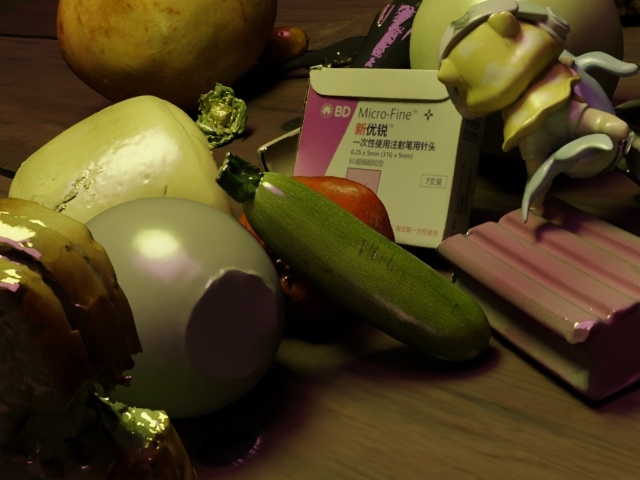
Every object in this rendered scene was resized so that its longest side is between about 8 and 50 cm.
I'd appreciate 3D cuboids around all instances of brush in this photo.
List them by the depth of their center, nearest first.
[{"bbox_3d":[0.064,-0.149,1.304,0.321,0.060,0.050,-27,16,-19],"label":"brush"}]

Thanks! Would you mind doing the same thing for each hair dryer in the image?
[{"bbox_3d":[0.021,-0.239,1.519,0.359,0.120,0.303,-3,41,50],"label":"hair dryer"}]

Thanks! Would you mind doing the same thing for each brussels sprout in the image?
[{"bbox_3d":[-0.139,-0.163,1.470,0.085,0.058,0.085,-3,58,5],"label":"brussels sprout"}]

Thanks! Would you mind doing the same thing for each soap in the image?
[{"bbox_3d":[0.191,0.037,0.824,0.122,0.065,0.203,-22,25,-14],"label":"soap"}]

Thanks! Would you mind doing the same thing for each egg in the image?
[{"bbox_3d":[-0.129,0.051,0.871,0.176,0.176,0.232,-29,24,-24],"label":"egg"},{"bbox_3d":[0.201,-0.195,1.106,0.219,0.219,0.269,-10,-7,15],"label":"egg"}]

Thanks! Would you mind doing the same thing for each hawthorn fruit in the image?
[{"bbox_3d":[0.000,0.000,0.952,0.133,0.132,0.138,6,23,41],"label":"hawthorn fruit"}]

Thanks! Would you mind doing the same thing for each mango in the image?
[{"bbox_3d":[-0.069,-0.315,1.727,0.114,0.060,0.080,-1,26,39],"label":"mango"}]

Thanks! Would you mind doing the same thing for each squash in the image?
[{"bbox_3d":[0.024,0.016,0.845,0.252,0.066,0.066,35,42,6],"label":"squash"}]

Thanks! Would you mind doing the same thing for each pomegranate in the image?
[{"bbox_3d":[-0.219,-0.338,1.620,0.338,0.338,0.338,-14,25,7],"label":"pomegranate"}]

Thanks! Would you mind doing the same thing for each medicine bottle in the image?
[{"bbox_3d":[0.062,-0.080,1.039,0.201,0.171,0.052,10,-1,41],"label":"medicine bottle"}]

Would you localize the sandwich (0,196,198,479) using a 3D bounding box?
[{"bbox_3d":[-0.215,0.105,0.703,0.249,0.273,0.095,0,30,29],"label":"sandwich"}]

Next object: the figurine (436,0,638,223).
[{"bbox_3d":[0.183,-0.115,0.892,0.128,0.184,0.208,-45,27,32],"label":"figurine"}]

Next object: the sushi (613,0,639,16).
[{"bbox_3d":[0.469,-0.424,1.472,0.343,0.181,0.196,-19,18,-11],"label":"sushi"}]

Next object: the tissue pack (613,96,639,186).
[{"bbox_3d":[0.440,-0.112,0.908,0.332,0.123,0.245,-21,27,-9],"label":"tissue pack"}]

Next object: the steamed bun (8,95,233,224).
[{"bbox_3d":[-0.218,-0.043,1.119,0.232,0.166,0.273,-21,31,-8],"label":"steamed bun"}]
